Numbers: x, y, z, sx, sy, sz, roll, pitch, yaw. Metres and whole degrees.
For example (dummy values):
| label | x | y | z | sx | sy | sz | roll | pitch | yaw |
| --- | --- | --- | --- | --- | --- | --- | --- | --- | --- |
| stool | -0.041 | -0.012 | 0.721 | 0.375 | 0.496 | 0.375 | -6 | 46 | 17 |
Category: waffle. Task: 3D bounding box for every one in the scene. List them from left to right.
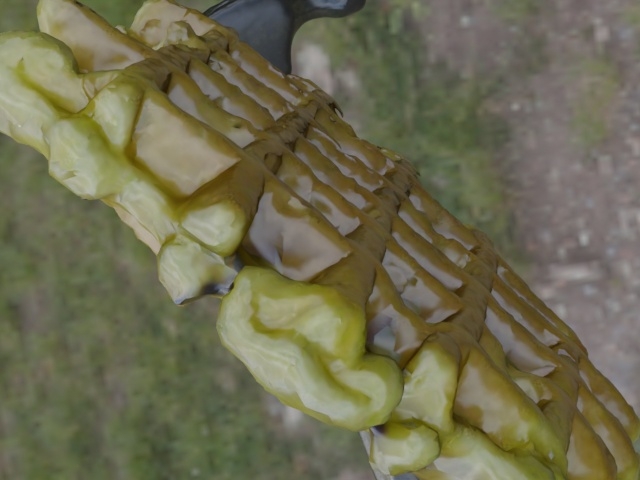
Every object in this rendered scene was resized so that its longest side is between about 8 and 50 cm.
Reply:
| label | x | y | z | sx | sy | sz | roll | pitch | yaw |
| --- | --- | --- | --- | --- | --- | --- | --- | --- | --- |
| waffle | 0.004 | 0.001 | 0.690 | 0.281 | 0.301 | 0.058 | 45 | 101 | 21 |

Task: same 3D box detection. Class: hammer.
| label | x | y | z | sx | sy | sz | roll | pitch | yaw |
| --- | --- | --- | --- | --- | --- | --- | --- | --- | --- |
| hammer | 0.022 | 0.051 | 1.231 | 0.440 | 0.168 | 0.044 | 68 | 168 | -8 |
